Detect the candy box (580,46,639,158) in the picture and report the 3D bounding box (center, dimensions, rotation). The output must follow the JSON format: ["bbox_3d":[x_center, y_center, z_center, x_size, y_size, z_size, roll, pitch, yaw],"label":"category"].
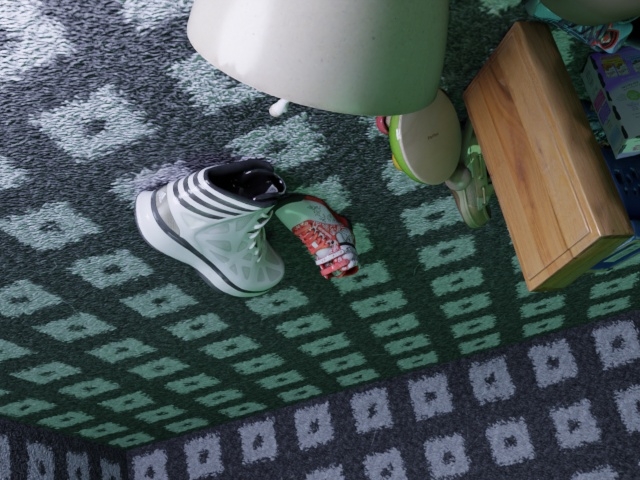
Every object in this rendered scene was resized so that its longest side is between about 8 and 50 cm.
[{"bbox_3d":[0.594,-0.261,1.436,0.164,0.196,0.070,-10,154,-4],"label":"candy box"}]

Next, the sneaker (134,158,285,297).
[{"bbox_3d":[-0.144,-0.017,1.624,0.257,0.169,0.447,-22,151,23],"label":"sneaker"}]

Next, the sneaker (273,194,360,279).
[{"bbox_3d":[0.001,0.000,1.755,0.090,0.145,0.270,-26,152,25],"label":"sneaker"}]

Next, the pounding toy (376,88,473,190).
[{"bbox_3d":[0.184,-0.188,1.471,0.236,0.183,0.110,9,173,-44],"label":"pounding toy"}]

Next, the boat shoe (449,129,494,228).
[{"bbox_3d":[0.335,-0.127,1.678,0.110,0.122,0.341,-19,153,15],"label":"boat shoe"}]

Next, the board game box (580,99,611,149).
[{"bbox_3d":[0.550,-0.207,1.704,0.165,0.042,0.243,2,151,-28],"label":"board game box"}]

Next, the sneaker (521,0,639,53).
[{"bbox_3d":[0.443,-0.361,1.240,0.261,0.125,0.104,-1,152,-23],"label":"sneaker"}]

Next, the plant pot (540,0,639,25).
[{"bbox_3d":[0.398,-0.410,0.960,0.323,0.323,0.280,-5,169,-17],"label":"plant pot"}]

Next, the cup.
[{"bbox_3d":[0.022,-0.332,0.947,0.330,0.331,0.237,0,125,-26],"label":"cup"}]

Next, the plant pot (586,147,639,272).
[{"bbox_3d":[0.630,-0.055,1.766,0.235,0.212,0.236,1,151,-45],"label":"plant pot"}]

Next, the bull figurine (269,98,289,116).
[{"bbox_3d":[0.005,-0.284,1.229,0.310,0.101,0.188,-2,157,-16],"label":"bull figurine"}]

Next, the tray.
[{"bbox_3d":[0.367,-0.142,1.322,0.076,0.411,0.203,-1,152,-21],"label":"tray"}]
